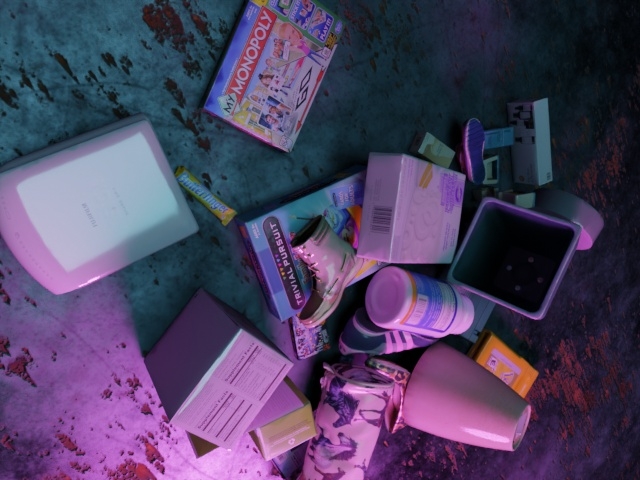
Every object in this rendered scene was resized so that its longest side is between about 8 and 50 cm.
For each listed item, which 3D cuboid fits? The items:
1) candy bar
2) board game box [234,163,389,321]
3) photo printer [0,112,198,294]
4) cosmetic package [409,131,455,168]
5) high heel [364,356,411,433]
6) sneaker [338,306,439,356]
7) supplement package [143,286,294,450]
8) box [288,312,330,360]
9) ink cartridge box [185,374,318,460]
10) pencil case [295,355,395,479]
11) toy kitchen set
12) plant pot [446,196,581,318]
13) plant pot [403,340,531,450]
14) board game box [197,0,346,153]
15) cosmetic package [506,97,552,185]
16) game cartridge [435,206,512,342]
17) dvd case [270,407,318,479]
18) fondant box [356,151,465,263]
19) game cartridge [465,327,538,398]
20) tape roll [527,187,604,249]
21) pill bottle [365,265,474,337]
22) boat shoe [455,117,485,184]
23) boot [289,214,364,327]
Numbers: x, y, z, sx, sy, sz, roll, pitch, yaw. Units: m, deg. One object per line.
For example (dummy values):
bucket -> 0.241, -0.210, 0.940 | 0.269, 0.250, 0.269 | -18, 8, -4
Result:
candy bar -> -0.247, -0.095, 1.049 | 0.161, 0.018, 0.040 | 44, 79, -30
board game box -> 0.000, 0.000, 1.171 | 0.336, 0.079, 0.253 | -26, 113, -22
photo printer -> -0.415, -0.062, 0.911 | 0.308, 0.107, 0.255 | -28, 113, -21
cosmetic package -> 0.294, -0.233, 1.301 | 0.115, 0.041, 0.060 | 24, 89, -31
high heel -> 0.179, 0.429, 1.361 | 0.261, 0.093, 0.186 | 32, 83, -37
sneaker -> 0.182, 0.257, 1.336 | 0.319, 0.112, 0.131 | 14, 123, -35
supplement package -> -0.216, 0.246, 1.002 | 0.145, 0.262, 0.204 | 41, 81, -29
box -> -0.029, 0.221, 1.237 | 0.094, 0.027, 0.136 | -18, 109, -25
ink cartridge box -> -0.166, 0.407, 1.113 | 0.255, 0.189, 0.096 | -21, 112, -22
pencil case -> 0.040, 0.505, 1.238 | 0.184, 0.160, 0.409 | 18, 95, 5
toy kitchen set -> 0.520, -0.202, 1.360 | 0.122, 0.166, 0.207 | -14, 108, -26
plant pot -> 0.525, 0.066, 1.322 | 0.252, 0.247, 0.247 | 29, 87, -57
plant pot -> 0.410, 0.442, 1.345 | 0.257, 0.274, 0.256 | -22, 120, -45
board game box -> -0.097, -0.374, 1.051 | 0.214, 0.046, 0.317 | 23, 90, -32
cosmetic package -> 0.601, -0.283, 1.427 | 0.061, 0.099, 0.238 | -21, 110, -21
game cartridge -> 0.453, 0.103, 1.459 | 0.230, 0.068, 0.354 | 31, 86, -27
dvd case -> -0.006, 0.543, 1.328 | 0.253, 0.022, 0.180 | -34, 116, -18
fondant box -> 0.229, -0.068, 1.200 | 0.330, 0.096, 0.238 | 3, 95, -52
game cartridge -> 0.552, 0.476, 1.604 | 0.324, 0.053, 0.285 | 37, 83, -29
tape roll -> 0.709, -0.063, 1.466 | 0.219, 0.219, 0.072 | 39, 81, -30
pill bottle -> 0.261, 0.164, 1.261 | 0.272, 0.152, 0.152 | 17, 93, -34
boat shoe -> 0.399, -0.242, 1.341 | 0.066, 0.066, 0.183 | -21, 116, -21
boot -> -0.013, 0.068, 1.088 | 0.165, 0.077, 0.213 | 45, 72, -30
